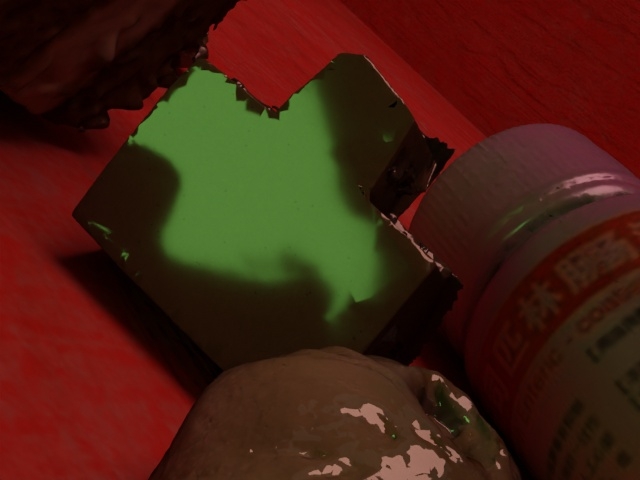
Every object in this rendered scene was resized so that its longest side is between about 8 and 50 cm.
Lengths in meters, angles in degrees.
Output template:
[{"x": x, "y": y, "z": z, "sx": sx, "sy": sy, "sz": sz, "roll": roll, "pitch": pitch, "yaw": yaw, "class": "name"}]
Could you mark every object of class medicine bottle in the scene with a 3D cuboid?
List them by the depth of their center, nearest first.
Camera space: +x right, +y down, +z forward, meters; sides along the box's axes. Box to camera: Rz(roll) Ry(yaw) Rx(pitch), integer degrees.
[{"x": 0.227, "y": 0.090, "z": 0.709, "sx": 0.219, "sy": 0.219, "sz": 0.388, "roll": 27, "pitch": 20, "yaw": -37, "class": "medicine bottle"}]

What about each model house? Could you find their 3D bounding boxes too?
[{"x": 0.000, "y": 0.000, "z": 0.603, "sx": 0.181, "sy": 0.176, "sz": 0.248, "roll": 42, "pitch": -1, "yaw": 12, "class": "model house"}]

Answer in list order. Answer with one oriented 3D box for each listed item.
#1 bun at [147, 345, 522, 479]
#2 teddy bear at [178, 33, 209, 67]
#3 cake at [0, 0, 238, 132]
[{"x": 0.019, "y": 0.106, "z": 0.373, "sx": 0.166, "sy": 0.113, "sz": 0.173, "roll": 34, "pitch": 18, "yaw": -20, "class": "bun"}, {"x": -0.182, "y": -0.257, "z": 0.876, "sx": 0.267, "sy": 0.156, "sz": 0.256, "roll": 36, "pitch": 17, "yaw": -17, "class": "teddy bear"}, {"x": -0.168, "y": -0.250, "z": 0.567, "sx": 0.282, "sy": 0.255, "sz": 0.290, "roll": 44, "pitch": -8, "yaw": 17, "class": "cake"}]
